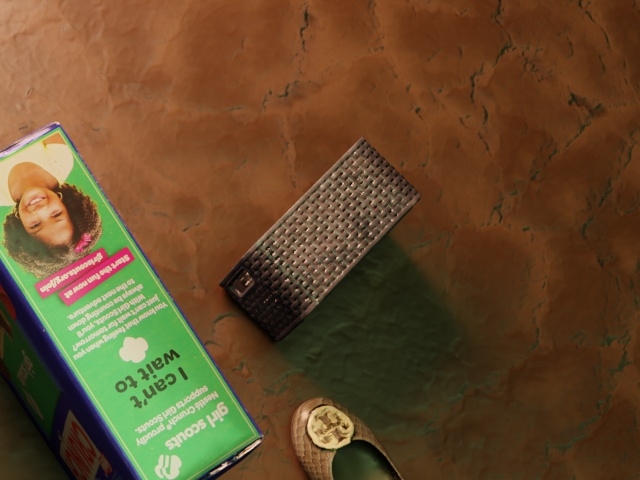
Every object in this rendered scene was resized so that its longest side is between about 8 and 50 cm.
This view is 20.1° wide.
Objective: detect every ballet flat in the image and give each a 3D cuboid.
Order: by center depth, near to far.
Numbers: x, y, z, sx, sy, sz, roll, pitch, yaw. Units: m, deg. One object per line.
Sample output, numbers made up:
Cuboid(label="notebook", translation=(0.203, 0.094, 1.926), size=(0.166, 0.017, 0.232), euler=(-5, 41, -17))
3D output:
Cuboid(label="ballet flat", translation=(0.059, 0.254, 1.711), size=(0.084, 0.058, 0.250), euler=(-30, 84, -24))

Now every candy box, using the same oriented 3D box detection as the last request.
Cuboid(label="candy box", translation=(-0.202, 0.091, 1.563), size=(0.122, 0.268, 0.317), euler=(-33, 85, -21))

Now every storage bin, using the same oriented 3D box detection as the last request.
Cuboid(label="storage bin", translation=(0.000, 0.000, 1.738), size=(0.084, 0.122, 0.180), euler=(45, 65, 0))
